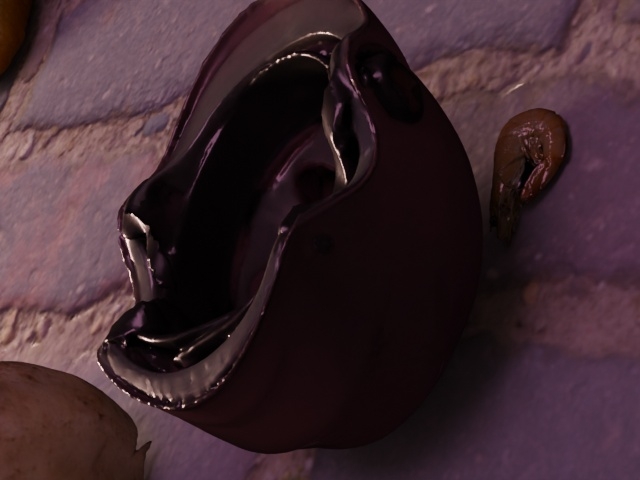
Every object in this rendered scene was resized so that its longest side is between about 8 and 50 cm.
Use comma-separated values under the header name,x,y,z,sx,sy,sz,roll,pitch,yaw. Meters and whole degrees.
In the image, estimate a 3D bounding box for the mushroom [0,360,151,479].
name,x,y,z,sx,sy,sz,roll,pitch,yaw
mushroom,-0.276,0.202,1.507,0.195,0.189,0.253,17,73,50

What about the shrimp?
name,x,y,z,sx,sy,sz,roll,pitch,yaw
shrimp,0.145,-0.048,1.353,0.059,0.023,0.108,-12,55,34

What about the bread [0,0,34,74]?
name,x,y,z,sx,sy,sz,roll,pitch,yaw
bread,-0.409,-0.240,2.037,0.268,0.146,0.268,-33,38,30

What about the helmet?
name,x,y,z,sx,sy,sz,roll,pitch,yaw
helmet,0.000,0.000,1.335,0.271,0.197,0.338,-35,32,39
